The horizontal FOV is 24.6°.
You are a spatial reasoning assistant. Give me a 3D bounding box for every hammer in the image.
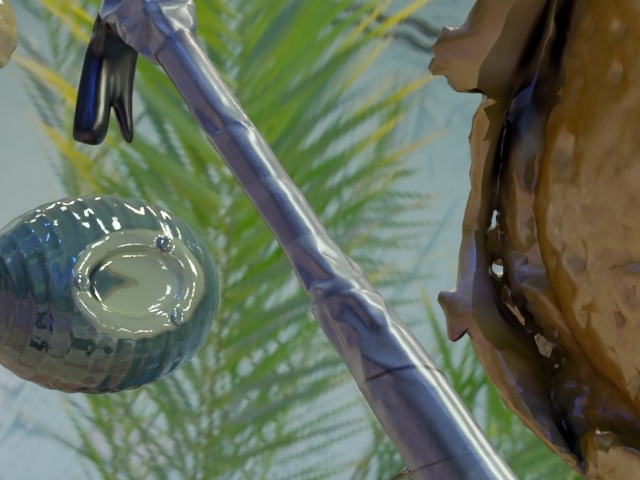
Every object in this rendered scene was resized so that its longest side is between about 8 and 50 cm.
[{"bbox_3d":[0.001,0.000,0.660,0.044,0.152,0.427,7,37,-45],"label":"hammer"}]

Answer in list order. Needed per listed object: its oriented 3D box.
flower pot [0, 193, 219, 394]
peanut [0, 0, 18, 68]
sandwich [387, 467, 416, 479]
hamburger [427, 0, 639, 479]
[{"bbox_3d":[-0.209,0.051,1.387,0.243,0.189,0.157,-3,-9,-37],"label":"flower pot"},{"bbox_3d":[-0.348,-0.182,1.140,0.226,0.095,0.108,17,-22,-14],"label":"peanut"},{"bbox_3d":[0.053,0.181,0.847,0.093,0.105,0.036,56,12,30],"label":"sandwich"},{"bbox_3d":[0.166,-0.036,0.315,0.158,0.318,0.318,-5,15,-40],"label":"hamburger"}]
